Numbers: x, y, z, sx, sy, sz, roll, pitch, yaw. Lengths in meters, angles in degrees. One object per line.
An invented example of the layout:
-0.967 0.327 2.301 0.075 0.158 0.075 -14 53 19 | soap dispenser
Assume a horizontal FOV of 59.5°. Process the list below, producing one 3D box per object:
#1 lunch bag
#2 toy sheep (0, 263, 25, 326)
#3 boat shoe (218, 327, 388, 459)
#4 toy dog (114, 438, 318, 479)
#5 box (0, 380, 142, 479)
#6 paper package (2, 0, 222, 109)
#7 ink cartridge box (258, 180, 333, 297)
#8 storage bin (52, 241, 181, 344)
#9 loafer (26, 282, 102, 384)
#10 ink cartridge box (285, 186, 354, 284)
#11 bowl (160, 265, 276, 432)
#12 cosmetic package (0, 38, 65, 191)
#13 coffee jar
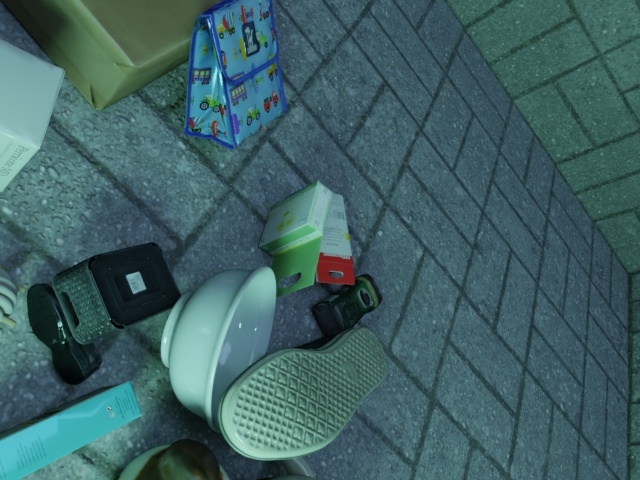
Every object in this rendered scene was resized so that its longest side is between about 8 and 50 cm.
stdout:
-0.179 -0.378 1.171 0.221 0.138 0.293 -49 151 -45 | lunch bag
-0.485 0.087 0.812 0.091 0.091 0.132 25 38 -36 | toy sheep
-0.033 0.287 1.073 0.500 0.156 0.187 -10 75 -61 | boat shoe
-0.132 0.461 0.870 0.408 0.284 0.395 36 42 -28 | toy dog
-0.393 0.283 0.807 0.244 0.100 0.060 -20 88 -47 | box
-0.390 -0.467 1.085 0.309 0.168 0.325 51 45 -15 | paper package
-0.065 0.002 1.208 0.056 0.171 0.235 36 51 -29 | ink cartridge box
-0.330 0.083 0.929 0.122 0.084 0.180 67 22 0 | storage bin
-0.408 0.143 0.893 0.170 0.062 0.061 67 20 -4 | loafer
0.000 0.000 1.343 0.134 0.078 0.231 8 67 -43 | ink cartridge box
-0.189 0.175 0.994 0.298 0.134 0.298 13 90 -79 | bowl
-0.581 -0.226 0.768 0.365 0.197 0.155 24 57 -35 | cosmetic package
0.071 0.153 1.349 0.184 0.079 0.096 -30 95 -47 | coffee jar
